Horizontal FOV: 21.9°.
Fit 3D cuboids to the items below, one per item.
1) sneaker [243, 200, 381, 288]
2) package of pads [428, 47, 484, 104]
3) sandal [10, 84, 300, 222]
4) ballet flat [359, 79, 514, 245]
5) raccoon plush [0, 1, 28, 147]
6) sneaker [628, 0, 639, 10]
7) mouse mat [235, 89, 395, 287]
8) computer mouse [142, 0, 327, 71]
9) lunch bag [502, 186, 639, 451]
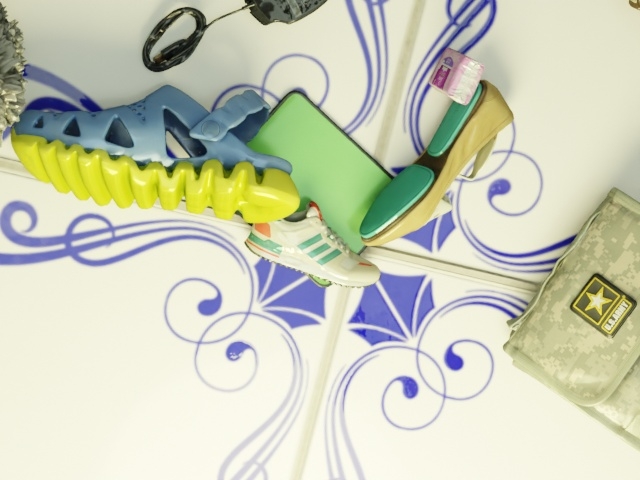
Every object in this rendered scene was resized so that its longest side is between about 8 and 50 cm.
[{"bbox_3d":[0.000,0.000,1.864,0.161,0.057,0.075,18,101,-9],"label":"sneaker"},{"bbox_3d":[0.152,-0.184,1.852,0.032,0.083,0.050,25,98,-17],"label":"package of pads"},{"bbox_3d":[-0.176,-0.107,1.806,0.317,0.126,0.138,8,72,-8],"label":"sandal"},{"bbox_3d":[0.138,-0.073,1.870,0.073,0.080,0.232,38,90,-28],"label":"ballet flat"},{"bbox_3d":[-0.390,-0.156,1.761,0.216,0.299,0.446,30,61,2],"label":"raccoon plush"},{"bbox_3d":[0.376,-0.294,1.862,0.071,0.066,0.188,-30,119,2],"label":"sneaker"},{"bbox_3d":[-0.012,-0.057,1.886,0.189,0.007,0.152,42,91,-14],"label":"mouse mat"},{"bbox_3d":[-0.088,-0.252,1.831,0.242,0.041,0.071,-24,93,2],"label":"computer mouse"},{"bbox_3d":[0.380,0.108,1.897,0.287,0.169,0.235,34,96,-5],"label":"lunch bag"}]
